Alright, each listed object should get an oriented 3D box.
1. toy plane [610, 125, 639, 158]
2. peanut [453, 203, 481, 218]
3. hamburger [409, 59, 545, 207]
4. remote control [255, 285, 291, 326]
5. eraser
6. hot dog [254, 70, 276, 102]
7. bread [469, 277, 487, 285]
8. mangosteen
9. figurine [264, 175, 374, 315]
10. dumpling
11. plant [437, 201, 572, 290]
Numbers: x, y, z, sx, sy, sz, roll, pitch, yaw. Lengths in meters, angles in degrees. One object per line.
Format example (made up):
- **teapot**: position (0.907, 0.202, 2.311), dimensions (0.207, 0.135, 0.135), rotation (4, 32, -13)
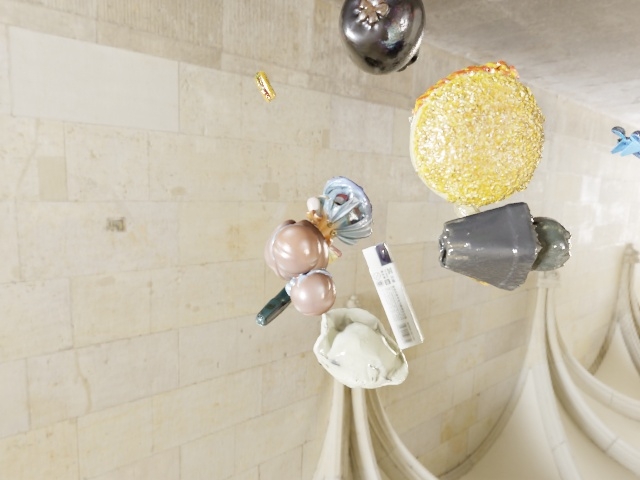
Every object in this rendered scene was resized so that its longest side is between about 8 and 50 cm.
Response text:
- **toy plane**: position (0.875, -0.211, 1.081), dimensions (0.246, 0.078, 0.169), rotation (27, -160, -7)
- **peanut**: position (0.516, -0.076, 1.395), dimensions (0.082, 0.082, 0.187), rotation (-2, -140, -29)
- **hamburger**: position (0.325, -0.216, 0.886), dimensions (0.276, 0.294, 0.179), rotation (-17, -177, 5)
- **remote control**: position (-0.173, 0.256, 1.652), dimensions (0.072, 0.042, 0.222), rotation (20, -134, 30)
- **eraser**: position (0.281, 0.207, 1.606), dimensions (0.098, 0.404, 0.096), rotation (-21, 176, 17)
- **hot dog**: position (-0.143, -0.394, 1.059), dimensions (0.037, 0.083, 0.021), rotation (-30, -179, 29)
- **bread**: position (0.608, 0.074, 1.467), dimensions (0.158, 0.143, 0.149), rotation (31, 156, -36)
- **mangosteen**: position (0.155, -0.522, 1.024), dimensions (0.243, 0.243, 0.243), rotation (2, -172, 0)
- **figurine**: position (0.000, 0.001, 1.203), dimensions (0.248, 0.276, 0.388), rotation (12, -138, 42)
- **dumpling**: position (0.123, 0.344, 1.346), dimensions (0.318, 0.187, 0.243), rotation (21, -132, -13)
- **plant**: position (0.377, 0.014, 0.855), dimensions (0.256, 0.141, 0.164), rotation (-2, 145, 5)
